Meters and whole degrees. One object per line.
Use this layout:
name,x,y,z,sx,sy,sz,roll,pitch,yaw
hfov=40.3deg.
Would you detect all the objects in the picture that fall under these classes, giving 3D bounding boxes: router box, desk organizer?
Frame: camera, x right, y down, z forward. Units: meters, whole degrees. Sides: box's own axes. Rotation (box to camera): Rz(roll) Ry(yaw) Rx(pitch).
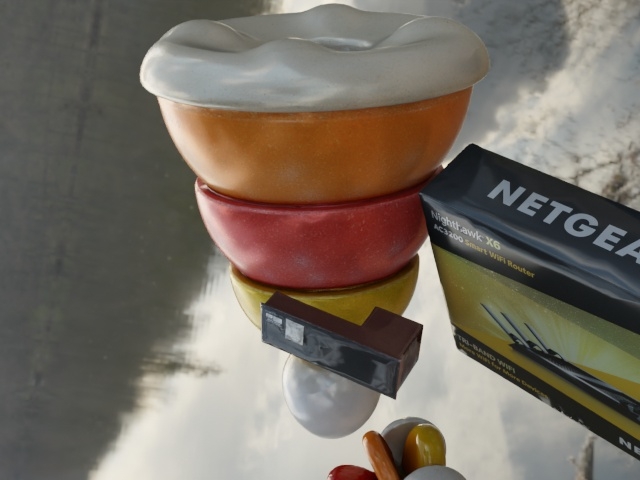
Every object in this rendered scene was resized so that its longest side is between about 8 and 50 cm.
router box,0.244,0.073,0.776,0.308,0.081,0.243,30,152,39
desk organizer,0.017,0.078,0.735,0.050,0.130,0.047,-48,-30,-44

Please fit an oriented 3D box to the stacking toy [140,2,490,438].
stacking toy,0.000,0.000,0.958,0.351,0.350,0.480,-120,26,-65

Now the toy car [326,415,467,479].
toy car,0.070,0.271,0.868,0.159,0.136,0.182,-118,27,-75
